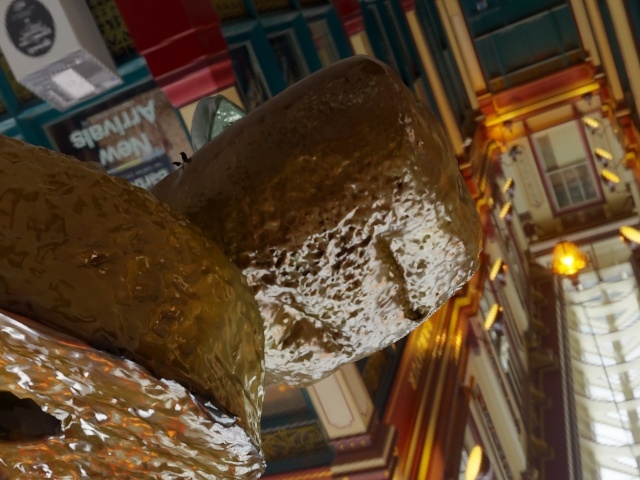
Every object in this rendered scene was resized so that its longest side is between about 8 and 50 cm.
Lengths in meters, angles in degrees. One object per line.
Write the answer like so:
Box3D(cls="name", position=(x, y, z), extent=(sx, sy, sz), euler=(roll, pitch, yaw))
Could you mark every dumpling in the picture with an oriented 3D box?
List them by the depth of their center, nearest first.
Box3D(cls="dumpling", position=(-0.127, -0.125, 1.043), extent=(0.104, 0.149, 0.217), euler=(-17, 158, 2))

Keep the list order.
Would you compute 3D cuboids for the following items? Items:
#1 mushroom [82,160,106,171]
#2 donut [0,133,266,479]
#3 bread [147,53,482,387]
Box3D(cls="mushroom", position=(-0.332, -0.041, 0.844), extent=(0.072, 0.094, 0.210), euler=(-23, -174, 26))
Box3D(cls="donut", position=(-0.219, 0.092, 0.584), extent=(0.377, 0.435, 0.164), euler=(14, -127, -3))
Box3D(cls="bread", position=(0.003, 0.006, 0.733), extent=(0.336, 0.328, 0.148), euler=(-32, -128, 2))
